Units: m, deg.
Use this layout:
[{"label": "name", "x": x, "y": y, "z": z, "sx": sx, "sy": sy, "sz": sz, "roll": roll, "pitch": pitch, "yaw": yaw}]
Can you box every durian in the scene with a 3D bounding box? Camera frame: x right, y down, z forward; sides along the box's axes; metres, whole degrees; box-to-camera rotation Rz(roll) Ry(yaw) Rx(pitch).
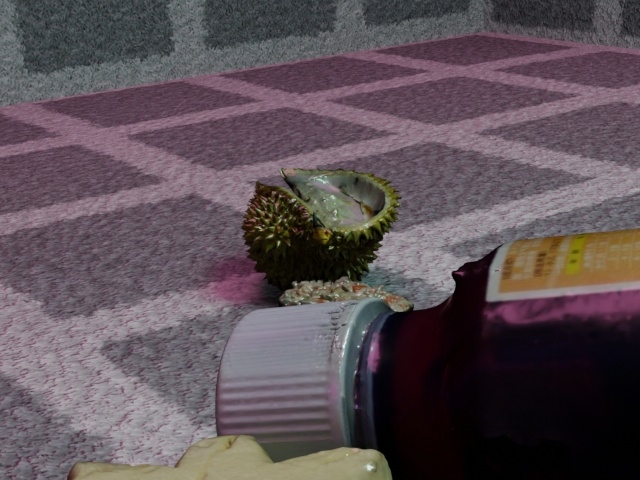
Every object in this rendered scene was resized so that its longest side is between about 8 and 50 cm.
[{"label": "durian", "x": 0.000, "y": 0.000, "z": 1.408, "sx": 0.193, "sy": 0.137, "sz": 0.237, "roll": 1, "pitch": 15, "yaw": 2}]

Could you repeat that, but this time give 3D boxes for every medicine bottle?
[{"label": "medicine bottle", "x": 0.123, "y": 0.112, "z": 0.866, "sx": 0.395, "sy": 0.242, "sz": 0.242, "roll": -1, "pitch": 17, "yaw": 20}]

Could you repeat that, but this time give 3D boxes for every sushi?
[{"label": "sushi", "x": 0.025, "y": 0.086, "z": 1.230, "sx": 0.150, "sy": 0.078, "sz": 0.090, "roll": 10, "pitch": 22, "yaw": 32}]

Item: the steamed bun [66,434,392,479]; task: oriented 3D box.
[{"label": "steamed bun", "x": -0.069, "y": 0.226, "z": 0.717, "sx": 0.292, "sy": 0.137, "sz": 0.295, "roll": -24, "pitch": 19, "yaw": -40}]
